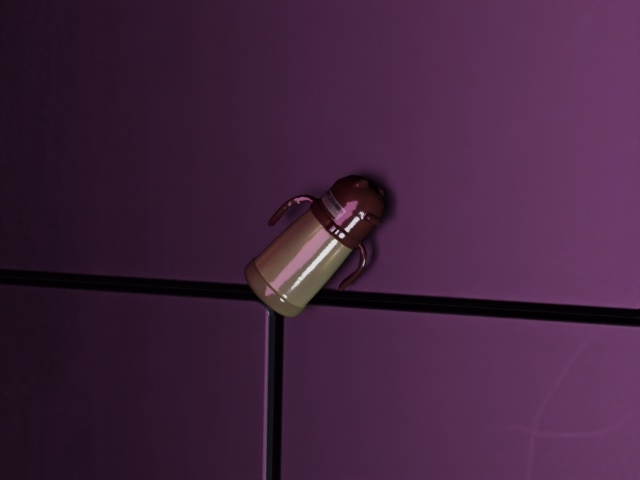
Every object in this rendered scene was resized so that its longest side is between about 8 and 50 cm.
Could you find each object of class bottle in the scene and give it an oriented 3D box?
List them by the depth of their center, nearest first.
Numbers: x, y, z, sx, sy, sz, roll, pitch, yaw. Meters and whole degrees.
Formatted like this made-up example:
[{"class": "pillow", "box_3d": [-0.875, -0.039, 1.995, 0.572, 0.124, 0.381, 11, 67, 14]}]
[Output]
[{"class": "bottle", "box_3d": [0.001, 0.001, 1.199, 0.063, 0.047, 0.101, 37, 104, -29]}]
